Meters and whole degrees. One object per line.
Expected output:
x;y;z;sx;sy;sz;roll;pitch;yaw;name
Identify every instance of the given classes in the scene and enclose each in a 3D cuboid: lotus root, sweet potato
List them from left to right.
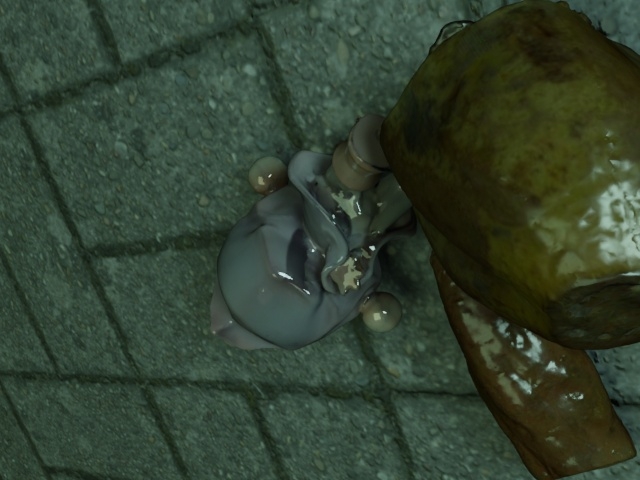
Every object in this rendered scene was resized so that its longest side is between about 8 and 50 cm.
0.169;0.104;0.582;0.097;0.097;0.251;-28;101;42;sweet potato
0.142;-0.014;0.442;0.188;0.180;0.199;16;135;-24;lotus root

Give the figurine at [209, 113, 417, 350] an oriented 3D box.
-0.001;0.001;0.621;0.200;0.133;0.276;49;131;8;figurine
